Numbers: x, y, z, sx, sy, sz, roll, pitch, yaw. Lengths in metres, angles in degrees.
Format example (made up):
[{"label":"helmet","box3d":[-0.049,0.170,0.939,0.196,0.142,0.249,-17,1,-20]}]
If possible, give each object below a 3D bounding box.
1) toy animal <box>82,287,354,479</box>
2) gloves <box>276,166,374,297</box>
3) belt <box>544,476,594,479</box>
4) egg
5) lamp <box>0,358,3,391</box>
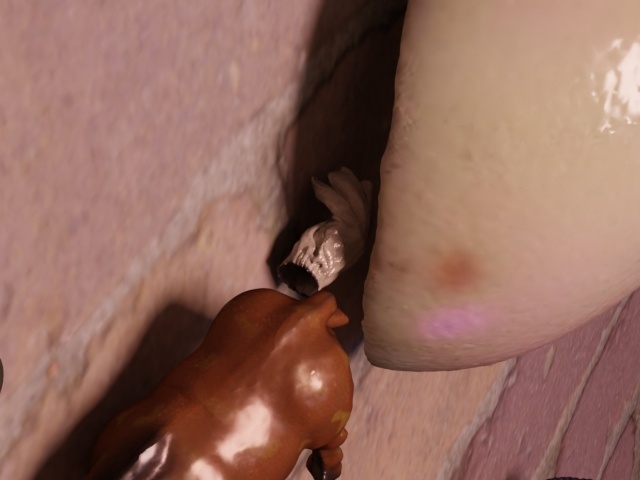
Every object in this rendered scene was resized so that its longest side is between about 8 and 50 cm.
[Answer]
[{"label":"toy animal","box3d":[-0.068,0.102,0.519,0.224,0.066,0.230,-52,162,-5]},{"label":"gloves","box3d":[0.002,0.001,0.645,0.044,0.037,0.081,-46,-161,60]},{"label":"belt","box3d":[0.151,0.265,0.979,0.230,0.139,0.126,-55,149,-46]},{"label":"egg","box3d":[0.120,-0.059,0.668,0.206,0.161,0.271,28,74,-80]},{"label":"lamp","box3d":[-0.105,0.000,0.381,0.041,0.054,0.121,-44,142,-49]}]
